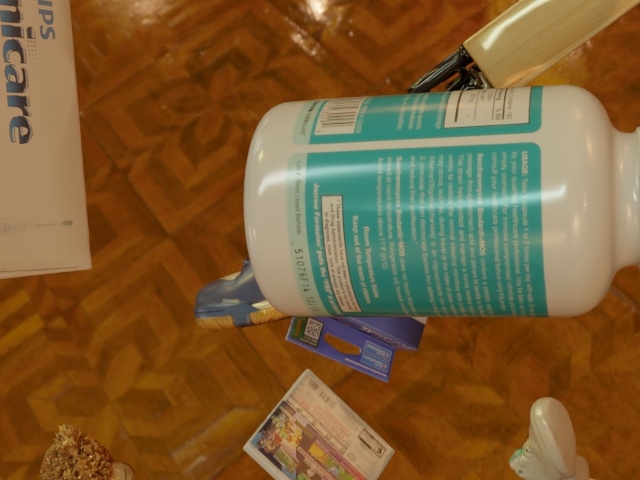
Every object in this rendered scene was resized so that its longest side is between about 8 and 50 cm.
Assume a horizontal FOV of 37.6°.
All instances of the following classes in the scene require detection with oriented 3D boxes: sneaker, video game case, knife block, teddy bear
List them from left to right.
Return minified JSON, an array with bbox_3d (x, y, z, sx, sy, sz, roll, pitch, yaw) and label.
[{"bbox_3d":[-0.291,0.399,1.202,0.113,0.245,0.338,-20,28,7],"label":"teddy bear"},{"bbox_3d":[0.000,0.000,0.934,0.296,0.112,0.131,-20,86,15],"label":"sneaker"},{"bbox_3d":[0.002,0.332,1.492,0.201,0.023,0.183,44,49,-2],"label":"video game case"},{"bbox_3d":[0.232,-0.230,1.141,0.242,0.088,0.275,-40,6,-28],"label":"knife block"},{"bbox_3d":[0.294,0.286,1.258,0.094,0.212,0.080,-3,45,27],"label":"sneaker"}]

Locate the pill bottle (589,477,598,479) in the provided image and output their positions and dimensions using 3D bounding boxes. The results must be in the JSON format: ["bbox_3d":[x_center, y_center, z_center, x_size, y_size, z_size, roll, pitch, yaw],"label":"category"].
[{"bbox_3d":[0.483,0.517,1.614,0.176,0.176,0.318,-41,23,-11],"label":"pill bottle"}]

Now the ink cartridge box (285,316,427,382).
[{"bbox_3d":[0.083,0.024,1.313,0.065,0.185,0.311,-4,63,59],"label":"ink cartridge box"}]

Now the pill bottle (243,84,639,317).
[{"bbox_3d":[0.094,-0.023,0.604,0.264,0.146,0.146,-1,54,16],"label":"pill bottle"}]

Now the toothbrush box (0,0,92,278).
[{"bbox_3d":[-0.289,-0.079,0.622,0.295,0.126,0.217,-1,94,42],"label":"toothbrush box"}]
